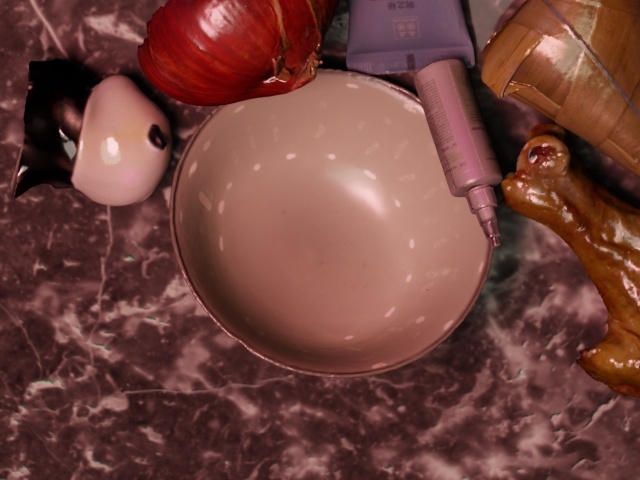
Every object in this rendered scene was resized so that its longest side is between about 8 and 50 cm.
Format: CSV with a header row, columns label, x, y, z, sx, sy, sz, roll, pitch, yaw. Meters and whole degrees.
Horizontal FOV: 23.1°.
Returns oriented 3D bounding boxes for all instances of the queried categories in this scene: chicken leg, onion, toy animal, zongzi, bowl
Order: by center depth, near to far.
label,x,y,z,sx,sy,sz,roll,pitch,yaw
zongzi,0.314,-0.210,1.554,0.228,0.115,0.256,31,106,-7
onion,-0.071,-0.230,1.559,0.248,0.248,0.161,-23,115,23
chicken leg,0.328,0.051,1.640,0.361,0.140,0.211,31,96,0
bowl,0.000,0.000,1.661,0.337,0.337,0.157,30,158,0
toy animal,-0.252,-0.107,1.733,0.179,0.138,0.166,12,136,1

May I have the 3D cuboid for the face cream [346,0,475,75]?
label,x,y,z,sx,sy,sz,roll,pitch,yaw
face cream,0.072,-0.342,1.561,0.135,0.086,0.385,-3,121,9

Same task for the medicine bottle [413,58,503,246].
label,x,y,z,sx,sy,sz,roll,pitch,yaw
medicine bottle,0.151,-0.086,1.605,0.057,0.057,0.199,-23,74,23

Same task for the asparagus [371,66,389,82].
label,x,y,z,sx,sy,sz,roll,pitch,yaw
asparagus,0.089,-0.139,1.686,0.015,0.014,0.114,-22,108,40
